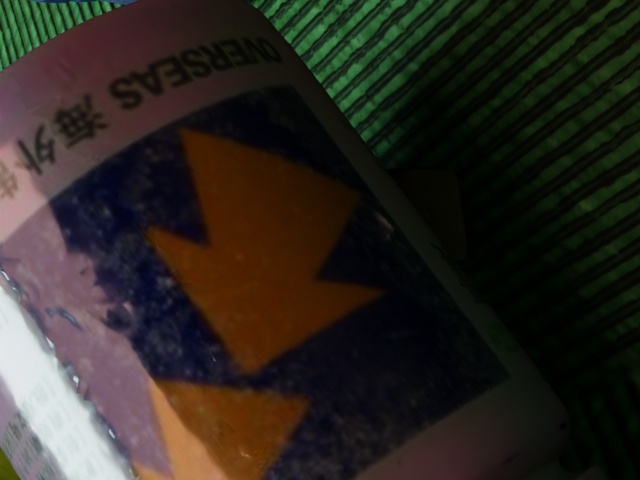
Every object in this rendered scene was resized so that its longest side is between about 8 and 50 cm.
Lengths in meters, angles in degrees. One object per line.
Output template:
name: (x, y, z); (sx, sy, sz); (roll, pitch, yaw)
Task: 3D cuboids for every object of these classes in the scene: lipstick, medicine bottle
lipstick: (0.000, 0.000, 0.605); (0.145, 0.045, 0.045); (-13, 83, 48)
medicine bottle: (-0.013, 0.070, 0.476); (0.290, 0.178, 0.178); (54, 130, 15)

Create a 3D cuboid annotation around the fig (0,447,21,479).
fig: (-0.146, 0.068, 0.709); (0.165, 0.144, 0.154); (52, 126, 18)

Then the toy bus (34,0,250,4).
toy bus: (-0.130, -0.178, 0.727); (0.236, 0.079, 0.094); (18, 106, 48)
